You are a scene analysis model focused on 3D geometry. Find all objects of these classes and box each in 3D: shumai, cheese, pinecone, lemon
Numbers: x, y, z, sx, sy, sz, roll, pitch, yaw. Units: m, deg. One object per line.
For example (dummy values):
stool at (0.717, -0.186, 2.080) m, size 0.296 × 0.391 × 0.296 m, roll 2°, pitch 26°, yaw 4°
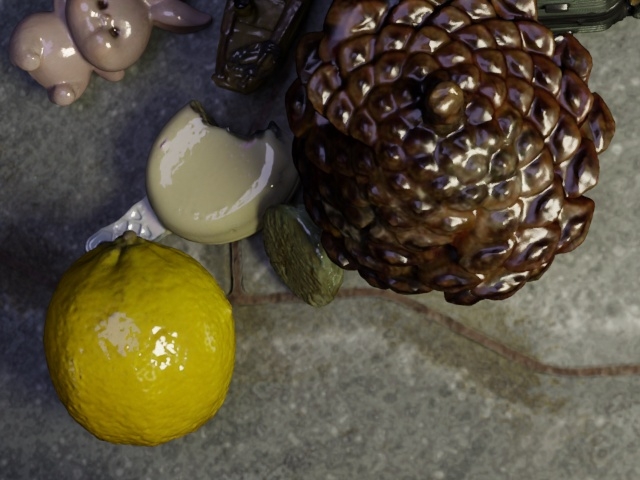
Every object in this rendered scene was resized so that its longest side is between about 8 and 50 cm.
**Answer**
shumai at (-0.001, -0.001, 1.110) m, size 0.087 × 0.123 × 0.099 m, roll -35°, pitch 48°, yaw -29°
cheese at (-0.134, -0.036, 1.151) m, size 0.163 × 0.071 × 0.249 m, roll 37°, pitch 95°, yaw 17°
pinecone at (0.113, -0.087, 0.980) m, size 0.298 × 0.296 × 0.242 m, roll 37°, pitch 62°, yaw 6°
lemon at (-0.180, 0.102, 1.083) m, size 0.192 × 0.192 × 0.231 m, roll 3°, pitch 111°, yaw 17°

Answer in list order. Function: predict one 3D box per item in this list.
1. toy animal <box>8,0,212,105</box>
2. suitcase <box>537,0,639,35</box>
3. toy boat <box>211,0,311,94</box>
toy animal at (-0.232, -0.240, 1.178) m, size 0.213 × 0.124 × 0.124 m, roll -25°, pitch 78°, yaw 16°
suitcase at (0.173, -0.304, 1.059) m, size 0.312 × 0.128 × 0.202 m, roll 0°, pitch 82°, yaw 17°
toy boat at (-0.041, -0.308, 1.128) m, size 0.089 × 0.121 × 0.321 m, roll 20°, pitch 90°, yaw 12°
